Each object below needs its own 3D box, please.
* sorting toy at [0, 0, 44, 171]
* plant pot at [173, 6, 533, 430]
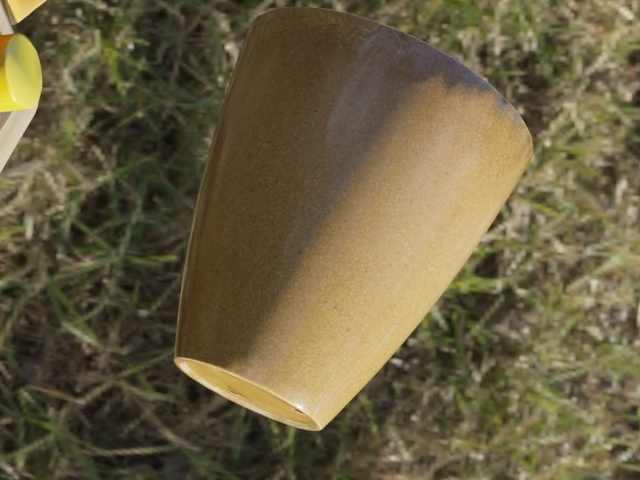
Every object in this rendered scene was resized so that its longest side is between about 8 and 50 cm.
[{"bbox_3d":[-0.175,-0.085,0.580,0.348,0.047,0.196,-76,161,-49],"label":"sorting toy"},{"bbox_3d":[0.000,0.000,0.949,0.237,0.237,0.254,43,66,-44],"label":"plant pot"}]
